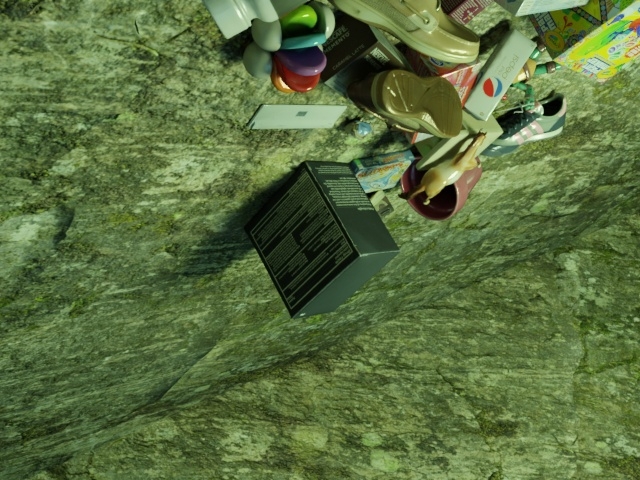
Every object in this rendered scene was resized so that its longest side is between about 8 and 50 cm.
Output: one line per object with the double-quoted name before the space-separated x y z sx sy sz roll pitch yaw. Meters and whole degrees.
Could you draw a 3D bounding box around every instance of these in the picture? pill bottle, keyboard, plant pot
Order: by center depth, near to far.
"pill bottle" -0.060 -0.443 1.308 0.283 0.161 0.161 -30 158 3
"keyboard" -0.048 -0.280 1.893 0.256 0.014 0.072 -8 145 -43
"plant pot" 0.358 -0.181 2.392 0.180 0.201 0.201 -33 165 -37

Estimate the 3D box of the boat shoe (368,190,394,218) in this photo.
"boat shoe" 0.119 -0.035 2.377 0.285 0.092 0.103 -50 -177 -38

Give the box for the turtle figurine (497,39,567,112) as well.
"turtle figurine" 0.513 -0.432 2.116 0.234 0.118 0.175 -30 118 -2

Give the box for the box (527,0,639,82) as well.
"box" 0.673 -0.536 1.941 0.279 0.177 0.290 -35 157 34

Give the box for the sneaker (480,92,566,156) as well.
"sneaker" 0.574 -0.342 2.427 0.319 0.112 0.131 -23 141 -23

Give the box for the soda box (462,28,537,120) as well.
"soda box" 0.418 -0.392 2.002 0.216 0.069 0.074 -57 -171 6

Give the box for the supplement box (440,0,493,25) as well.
"supplement box" 0.277 -0.500 1.677 0.188 0.104 0.080 -37 158 20

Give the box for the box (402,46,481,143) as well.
"box" 0.258 -0.356 1.947 0.128 0.123 0.257 -22 157 -18

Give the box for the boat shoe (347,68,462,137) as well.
"boat shoe" 0.183 -0.286 1.777 0.123 0.123 0.342 3 -179 38

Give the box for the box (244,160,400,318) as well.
"box" 0.000 0.000 2.186 0.182 0.294 0.296 -3 147 -48

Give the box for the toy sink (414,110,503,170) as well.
"toy sink" 0.332 -0.282 2.189 0.234 0.131 0.153 -11 155 -46

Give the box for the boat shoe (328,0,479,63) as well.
"boat shoe" 0.169 -0.430 1.550 0.341 0.122 0.110 17 124 -26

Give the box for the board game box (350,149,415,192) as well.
"board game box" 0.148 -0.183 2.313 0.201 0.035 0.136 -14 154 -33

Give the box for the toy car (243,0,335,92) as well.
"toy car" -0.046 -0.349 1.567 0.159 0.136 0.182 -17 155 -27

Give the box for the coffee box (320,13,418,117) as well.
"coffee box" 0.091 -0.364 1.753 0.141 0.098 0.246 -36 158 16

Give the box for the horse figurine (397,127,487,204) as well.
"horse figurine" 0.323 -0.171 2.159 0.263 0.066 0.174 -33 168 3

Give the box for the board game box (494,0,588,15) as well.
"board game box" 0.509 -0.602 1.636 0.318 0.066 0.318 -22 147 -46

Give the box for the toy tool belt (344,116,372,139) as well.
"toy tool belt" 0.102 -0.272 2.038 0.083 0.052 0.051 -6 157 -46
